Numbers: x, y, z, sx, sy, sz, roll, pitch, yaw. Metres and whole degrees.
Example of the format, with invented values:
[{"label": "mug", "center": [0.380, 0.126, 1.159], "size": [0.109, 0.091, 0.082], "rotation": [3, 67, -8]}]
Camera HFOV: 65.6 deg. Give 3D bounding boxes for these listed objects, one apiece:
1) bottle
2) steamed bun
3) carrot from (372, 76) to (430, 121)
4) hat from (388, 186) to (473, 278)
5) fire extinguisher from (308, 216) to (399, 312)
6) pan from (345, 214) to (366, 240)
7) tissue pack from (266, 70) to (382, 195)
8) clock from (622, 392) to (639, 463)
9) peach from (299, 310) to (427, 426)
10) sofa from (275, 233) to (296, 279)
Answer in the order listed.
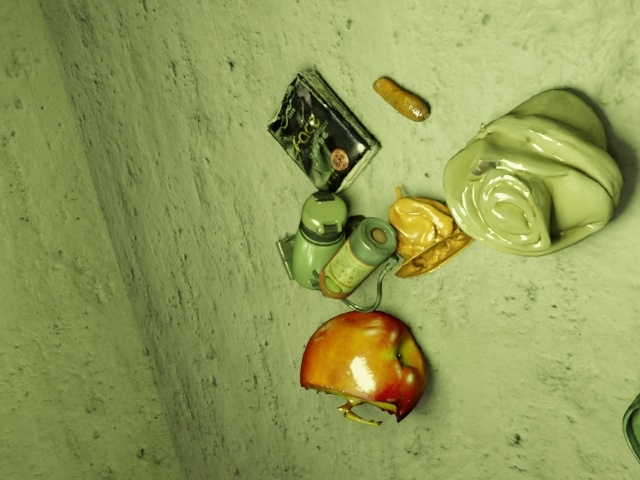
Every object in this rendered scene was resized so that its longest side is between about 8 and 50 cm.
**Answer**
[{"label": "bottle", "center": [0.000, -0.002, 1.515], "size": [0.168, 0.168, 0.347], "rotation": [39, 147, 22]}, {"label": "steamed bun", "center": [0.443, -0.118, 1.102], "size": [0.368, 0.255, 0.342], "rotation": [-33, 87, 44]}, {"label": "carrot", "center": [0.211, -0.377, 1.326], "size": [0.186, 0.060, 0.060], "rotation": [41, 128, 23]}, {"label": "hat", "center": [0.262, -0.049, 1.361], "size": [0.234, 0.244, 0.233], "rotation": [-27, 69, 7]}, {"label": "fire extinguisher", "center": [0.095, 0.102, 1.369], "size": [0.200, 0.113, 0.376], "rotation": [56, 145, 13]}, {"label": "pan", "center": [0.088, -0.009, 1.579], "size": [0.202, 0.048, 0.128], "rotation": [-8, 103, 42]}, {"label": "tissue pack", "center": [-0.006, -0.311, 1.488], "size": [0.332, 0.123, 0.245], "rotation": [52, 129, 12]}, {"label": "clock", "center": [0.814, 0.462, 1.059], "size": [0.319, 0.066, 0.318], "rotation": [47, 154, 31]}, {"label": "peach", "center": [0.137, 0.372, 1.515], "size": [0.335, 0.310, 0.406], "rotation": [35, 152, -25]}, {"label": "sofa", "center": [-0.089, 0.056, 1.729], "size": [0.060, 0.085, 0.147], "rotation": [-15, 96, 45]}]
